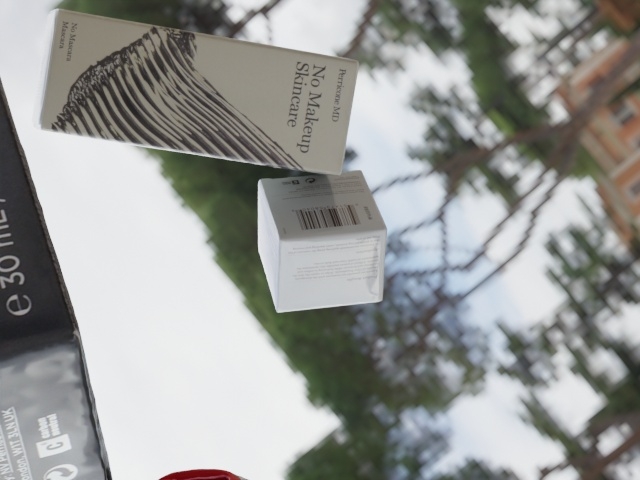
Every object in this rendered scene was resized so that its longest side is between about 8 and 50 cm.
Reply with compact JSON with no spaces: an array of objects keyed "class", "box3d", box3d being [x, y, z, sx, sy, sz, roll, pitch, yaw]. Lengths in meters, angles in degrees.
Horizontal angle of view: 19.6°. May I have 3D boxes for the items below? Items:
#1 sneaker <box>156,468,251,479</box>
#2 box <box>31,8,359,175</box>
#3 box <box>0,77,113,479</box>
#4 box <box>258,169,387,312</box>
[{"class":"sneaker","box3d":[-0.114,0.251,1.479,0.128,0.221,0.087,36,-153,-21]},{"class":"box","box3d":[-0.113,-0.131,1.650,0.275,0.113,0.094,7,-177,-13]},{"class":"box","box3d":[-0.432,0.023,1.289,0.297,0.471,0.480,88,163,-53]},{"class":"box","box3d":[0.000,0.000,1.690,0.102,0.101,0.087,-110,18,-52]}]
